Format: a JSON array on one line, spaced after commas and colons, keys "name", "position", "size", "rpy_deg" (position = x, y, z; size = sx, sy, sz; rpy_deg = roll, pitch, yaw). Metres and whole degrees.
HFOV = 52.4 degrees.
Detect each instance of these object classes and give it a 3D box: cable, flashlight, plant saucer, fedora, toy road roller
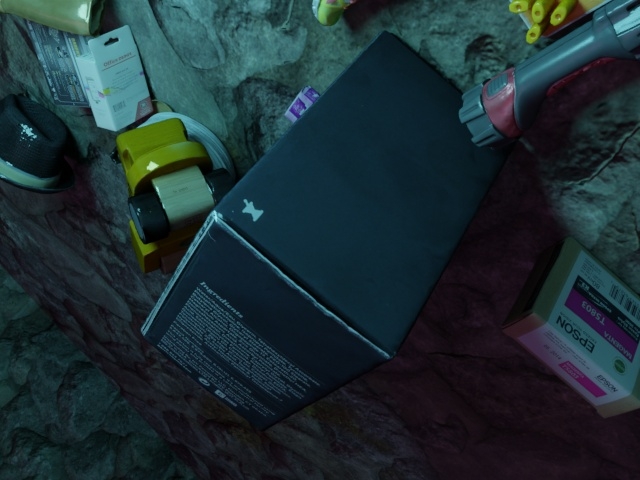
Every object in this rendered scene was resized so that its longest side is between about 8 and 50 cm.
[{"name": "cable", "position": [-0.317, -0.169, 1.483], "size": [0.257, 0.089, 0.257], "rpy_deg": [22, 136, 7]}, {"name": "flashlight", "position": [0.331, -0.224, 0.877], "size": [0.304, 0.103, 0.103], "rpy_deg": [-25, 94, 47]}, {"name": "plant saucer", "position": [-0.353, -0.285, 1.476], "size": [0.083, 0.015, 0.083], "rpy_deg": [23, 141, 20]}, {"name": "fedora", "position": [-0.771, -0.273, 1.709], "size": [0.334, 0.334, 0.152], "rpy_deg": [38, 109, 2]}, {"name": "toy road roller", "position": [-0.305, -0.096, 1.337], "size": [0.240, 0.202, 0.329], "rpy_deg": [63, 159, 16]}]

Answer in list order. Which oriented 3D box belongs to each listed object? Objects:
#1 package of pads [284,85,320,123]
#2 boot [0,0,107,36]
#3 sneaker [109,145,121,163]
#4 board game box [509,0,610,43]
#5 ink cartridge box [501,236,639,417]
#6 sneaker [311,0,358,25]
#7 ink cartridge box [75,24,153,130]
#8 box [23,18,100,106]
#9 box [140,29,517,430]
[{"name": "package of pads", "position": [-0.029, -0.247, 1.218], "size": [0.050, 0.032, 0.083], "rpy_deg": [41, 144, -5]}, {"name": "boot", "position": [-0.556, -0.542, 1.300], "size": [0.269, 0.236, 0.089], "rpy_deg": [11, -176, 6]}, {"name": "sneaker", "position": [-0.453, -0.215, 1.589], "size": [0.170, 0.075, 0.063], "rpy_deg": [1, 129, 40]}, {"name": "board game box", "position": [0.285, -0.458, 0.700], "size": [0.390, 0.050, 0.390], "rpy_deg": [49, 143, -14]}, {"name": "ink cartridge box", "position": [0.444, 0.142, 1.082], "size": [0.235, 0.193, 0.088], "rpy_deg": [40, 145, -2]}, {"name": "sneaker", "position": [0.059, -0.382, 0.954], "size": [0.094, 0.081, 0.208], "rpy_deg": [38, 144, -2]}, {"name": "ink cartridge box", "position": [-0.442, -0.350, 1.390], "size": [0.067, 0.115, 0.198], "rpy_deg": [19, 132, 30]}, {"name": "box", "position": [-0.557, -0.416, 1.450], "size": [0.183, 0.056, 0.231], "rpy_deg": [10, 125, 33]}, {"name": "box", "position": [0.000, 0.000, 1.077], "size": [0.297, 0.480, 0.472], "rpy_deg": [39, 145, -2]}]
